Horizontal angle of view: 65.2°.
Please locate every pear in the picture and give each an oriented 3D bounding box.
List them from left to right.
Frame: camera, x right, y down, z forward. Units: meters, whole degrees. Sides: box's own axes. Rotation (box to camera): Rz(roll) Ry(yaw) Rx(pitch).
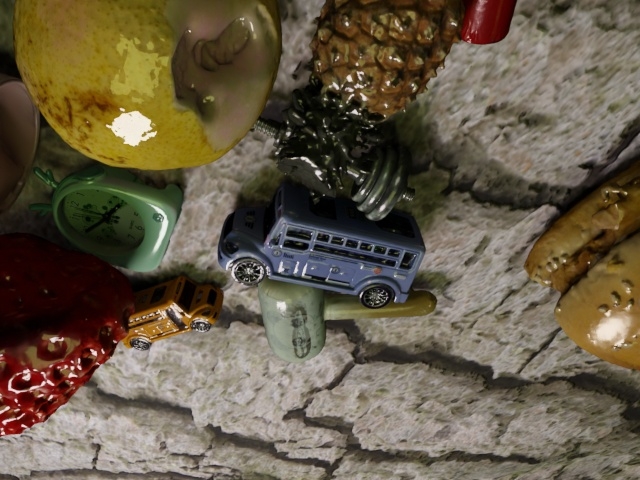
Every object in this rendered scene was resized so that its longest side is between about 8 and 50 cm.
[{"bbox_3d":[-0.163,-0.206,0.501,0.271,0.271,0.271,0,130,0],"label":"pear"}]

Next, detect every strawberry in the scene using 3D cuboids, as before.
[{"bbox_3d":[-0.420,0.136,0.727,0.344,0.317,0.296,-5,101,19],"label":"strawberry"}]

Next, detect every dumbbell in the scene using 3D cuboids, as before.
[{"bbox_3d":[0.013,-0.112,0.679,0.254,0.110,0.110,23,127,-10],"label":"dumbbell"}]

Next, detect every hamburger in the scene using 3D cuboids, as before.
[{"bbox_3d":[0.536,0.005,0.670,0.445,0.268,0.287,-3,126,5],"label":"hamburger"}]

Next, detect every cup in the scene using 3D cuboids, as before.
[{"bbox_3d":[-0.494,-0.127,0.632,0.200,0.192,0.253,17,161,-9],"label":"cup"}]

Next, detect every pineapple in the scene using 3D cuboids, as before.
[{"bbox_3d":[0.031,-0.171,0.562,0.157,0.158,0.279,27,109,-20],"label":"pineapple"}]

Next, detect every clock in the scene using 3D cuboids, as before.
[{"bbox_3d":[-0.324,-0.045,0.755,0.210,0.066,0.159,23,126,-17],"label":"clock"}]

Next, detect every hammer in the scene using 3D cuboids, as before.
[{"bbox_3d":[0.051,0.113,0.865,0.305,0.113,0.202,-5,133,-2],"label":"hammer"}]

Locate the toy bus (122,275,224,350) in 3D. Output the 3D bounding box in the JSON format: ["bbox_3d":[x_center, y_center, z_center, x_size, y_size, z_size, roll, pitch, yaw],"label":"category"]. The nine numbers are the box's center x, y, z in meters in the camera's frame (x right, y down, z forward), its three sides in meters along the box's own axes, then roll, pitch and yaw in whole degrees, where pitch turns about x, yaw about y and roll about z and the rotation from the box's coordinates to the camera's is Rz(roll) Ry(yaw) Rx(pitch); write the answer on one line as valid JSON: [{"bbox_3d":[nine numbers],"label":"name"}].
[{"bbox_3d":[-0.271,0.123,0.883,0.194,0.083,0.088,-19,126,16],"label":"toy bus"}]

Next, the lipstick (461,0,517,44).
[{"bbox_3d":[0.175,-0.319,0.470,0.073,0.073,0.280,-3,147,3],"label":"lipstick"}]

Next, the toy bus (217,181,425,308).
[{"bbox_3d":[0.000,0.000,0.751,0.292,0.126,0.133,12,123,-12],"label":"toy bus"}]
